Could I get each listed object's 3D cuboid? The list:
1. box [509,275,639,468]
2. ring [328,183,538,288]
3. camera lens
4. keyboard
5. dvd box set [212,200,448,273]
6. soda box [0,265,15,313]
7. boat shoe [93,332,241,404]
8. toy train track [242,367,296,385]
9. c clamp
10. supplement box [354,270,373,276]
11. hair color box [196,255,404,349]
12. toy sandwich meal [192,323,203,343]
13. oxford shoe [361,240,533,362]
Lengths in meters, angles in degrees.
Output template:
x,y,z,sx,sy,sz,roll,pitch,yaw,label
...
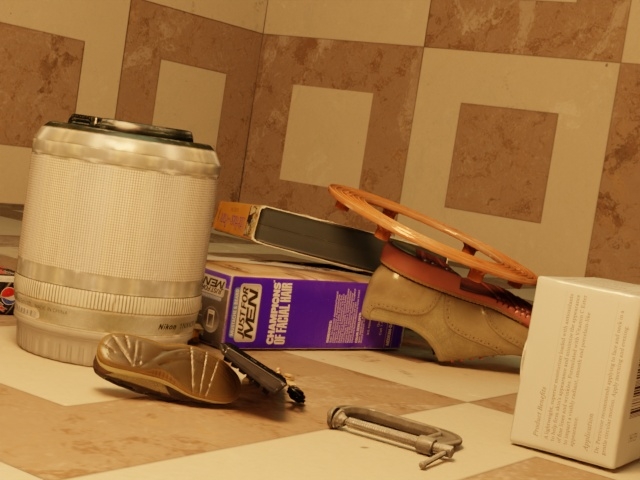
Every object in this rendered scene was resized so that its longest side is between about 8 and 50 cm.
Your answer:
x,y,z,sx,sy,sz,roll,pitch,yaw,label
0.303,0.135,1.247,0.119,0.181,0.182,12,5,32,box
0.161,-0.002,1.699,0.337,0.032,0.336,23,8,-3,ring
-0.240,-0.004,1.365,0.219,0.274,0.219,9,4,-1,camera lens
-0.062,0.144,1.230,0.108,0.023,0.180,32,-4,1,keyboard
0.000,0.000,1.922,0.308,0.062,0.420,14,0,-13,dvd box set
-0.461,0.059,1.584,0.060,0.053,0.169,5,6,-41,soda box
-0.157,0.135,1.181,0.152,0.056,0.049,21,-38,-14,boat shoe
-0.059,0.157,1.345,0.048,0.014,0.083,12,6,37,toy train track
0.071,0.187,1.153,0.161,0.022,0.137,12,6,35,c clamp
0.129,0.095,2.154,0.080,0.078,0.233,11,4,29,supplement box
-0.056,0.088,1.673,0.339,0.110,0.185,3,7,-42,hair color box
-0.191,0.120,1.504,0.086,0.029,0.085,4,-6,0,toy sandwich meal
0.221,0.124,1.674,0.348,0.130,0.123,26,8,-8,oxford shoe
